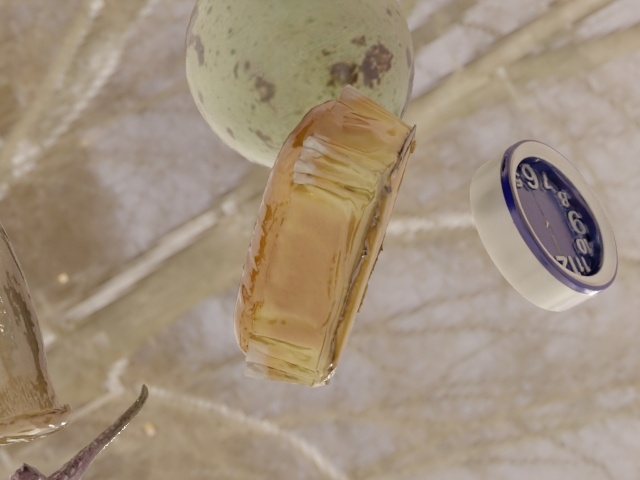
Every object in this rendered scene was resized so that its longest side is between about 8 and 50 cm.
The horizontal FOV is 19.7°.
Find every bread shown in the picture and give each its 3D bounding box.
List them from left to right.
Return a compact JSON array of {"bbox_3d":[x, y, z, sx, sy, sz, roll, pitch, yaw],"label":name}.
[{"bbox_3d":[0.000,0.000,1.572,0.136,0.107,0.241,-58,167,-59],"label":"bread"}]

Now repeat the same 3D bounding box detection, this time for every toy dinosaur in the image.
[{"bbox_3d":[-0.255,0.247,1.713,0.072,0.200,0.251,40,19,19],"label":"toy dinosaur"}]

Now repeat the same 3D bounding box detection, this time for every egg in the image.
[{"bbox_3d":[-0.023,-0.226,2.317,0.379,0.287,0.287,48,-16,56],"label":"egg"}]

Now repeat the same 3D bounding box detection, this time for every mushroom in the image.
[{"bbox_3d":[-0.291,0.058,1.570,0.108,0.096,0.247,-36,-104,39],"label":"mushroom"}]

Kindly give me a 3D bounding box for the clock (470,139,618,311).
[{"bbox_3d":[0.299,-0.020,2.471,0.230,0.083,0.230,34,40,-34],"label":"clock"}]
